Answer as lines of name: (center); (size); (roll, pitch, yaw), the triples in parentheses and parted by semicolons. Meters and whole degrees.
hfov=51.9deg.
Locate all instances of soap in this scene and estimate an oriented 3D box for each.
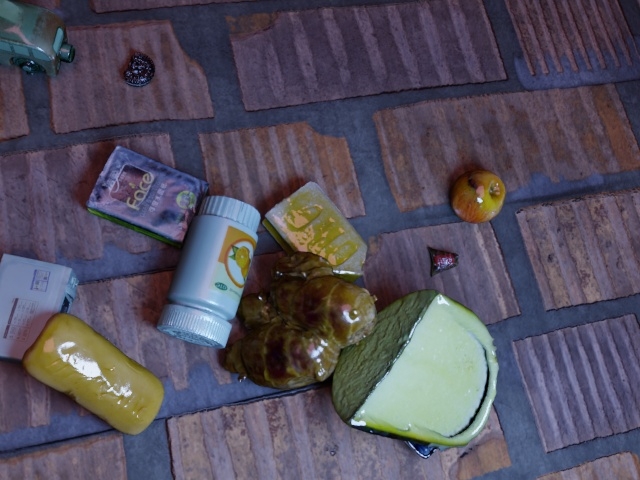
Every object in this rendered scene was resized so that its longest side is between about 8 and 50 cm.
soap: (0.000, 0.000, 1.587); (0.160, 0.080, 0.257); (-38, 84, -20)

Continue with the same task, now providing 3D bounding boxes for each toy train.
toy train: (-0.744, -0.489, 1.531); (0.327, 0.159, 0.129); (12, 73, -10)

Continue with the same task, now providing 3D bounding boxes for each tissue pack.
tissue pack: (-0.398, -0.101, 1.532); (0.236, 0.073, 0.173); (23, 68, -5)

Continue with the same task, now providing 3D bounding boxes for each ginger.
ginger: (-0.062, 0.185, 1.438); (0.274, 0.152, 0.357); (45, 101, 18)

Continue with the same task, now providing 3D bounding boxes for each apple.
apple: (0.405, -0.115, 1.689); (0.147, 0.146, 0.146); (4, 72, -12)

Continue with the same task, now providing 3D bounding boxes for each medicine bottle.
medicine bottle: (-0.241, 0.067, 1.469); (0.158, 0.158, 0.318); (17, 71, -7)

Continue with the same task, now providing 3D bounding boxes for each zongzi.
zongzi: (0.304, 0.061, 1.661); (0.083, 0.067, 0.073); (14, 81, 11)

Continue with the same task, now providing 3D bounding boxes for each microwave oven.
microwave oven: (-0.613, 0.152, 1.378); (0.162, 0.122, 0.208); (13, 70, -8)

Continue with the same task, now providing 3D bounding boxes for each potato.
potato: (0.214, 0.290, 1.421); (0.280, 0.213, 0.330); (36, 82, -18)

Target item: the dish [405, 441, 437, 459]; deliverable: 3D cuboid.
dish: (0.252, 0.361, 1.528); (0.243, 0.080, 0.182); (-41, 80, -18)

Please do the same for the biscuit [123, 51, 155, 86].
biscuit: (-0.457, -0.427, 1.644); (0.087, 0.027, 0.089); (-32, 83, -20)

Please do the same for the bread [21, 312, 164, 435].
bread: (-0.445, 0.273, 1.332); (0.305, 0.091, 0.142); (44, 60, -27)
